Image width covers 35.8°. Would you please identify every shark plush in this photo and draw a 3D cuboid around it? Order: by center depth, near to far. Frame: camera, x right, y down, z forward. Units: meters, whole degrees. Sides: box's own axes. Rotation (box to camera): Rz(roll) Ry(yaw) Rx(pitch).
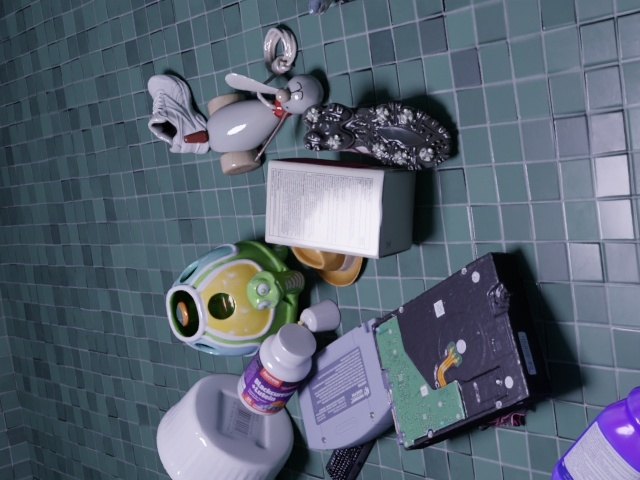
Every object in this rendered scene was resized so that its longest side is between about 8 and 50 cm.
[{"bbox_3d":[0.008,-0.479,1.739,0.073,0.067,0.161,30,123,44],"label":"shark plush"}]

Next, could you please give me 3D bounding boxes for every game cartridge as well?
[{"bbox_3d":[0.054,0.288,1.878,0.294,0.060,0.196,-39,53,50],"label":"game cartridge"}]

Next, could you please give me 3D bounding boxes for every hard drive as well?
[{"bbox_3d":[0.221,0.190,1.624,0.339,0.064,0.237,-39,56,48],"label":"hard drive"}]

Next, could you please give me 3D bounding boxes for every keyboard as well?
[{"bbox_3d":[0.043,0.415,1.971,0.100,0.038,0.192,48,133,32],"label":"keyboard"}]

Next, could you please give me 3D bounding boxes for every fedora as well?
[{"bbox_3d":[0.000,0.000,1.875,0.194,0.079,0.194,19,115,47],"label":"fedora"}]

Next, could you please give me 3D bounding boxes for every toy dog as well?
[{"bbox_3d":[-0.149,-0.242,1.929,0.220,0.161,0.333,60,139,20],"label":"toy dog"}]

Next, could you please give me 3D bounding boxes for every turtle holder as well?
[{"bbox_3d":[-0.163,0.133,1.996,0.320,0.227,0.243,23,117,47],"label":"turtle holder"}]

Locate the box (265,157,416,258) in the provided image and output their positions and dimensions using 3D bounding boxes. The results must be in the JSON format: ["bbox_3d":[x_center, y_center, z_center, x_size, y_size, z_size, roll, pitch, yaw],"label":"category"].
[{"bbox_3d":[0.034,-0.061,1.714,0.232,0.127,0.148,9,101,30],"label":"box"}]

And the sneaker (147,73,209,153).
[{"bbox_3d":[-0.337,-0.284,2.190,0.232,0.115,0.090,54,137,27],"label":"sneaker"}]

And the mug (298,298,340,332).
[{"bbox_3d":[-0.007,0.157,1.940,0.062,0.064,0.078,52,136,28],"label":"mug"}]

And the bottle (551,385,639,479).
[{"bbox_3d":[0.436,0.286,1.393,0.118,0.092,0.283,51,135,29],"label":"bottle"}]

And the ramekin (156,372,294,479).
[{"bbox_3d":[-0.191,0.411,2.081,0.277,0.277,0.135,54,127,27],"label":"ramekin"}]

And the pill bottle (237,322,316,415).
[{"bbox_3d":[-0.082,0.250,1.943,0.108,0.108,0.193,56,136,25],"label":"pill bottle"}]

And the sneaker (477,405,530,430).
[{"bbox_3d":[0.298,0.287,1.614,0.057,0.047,0.119,50,137,15],"label":"sneaker"}]

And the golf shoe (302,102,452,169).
[{"bbox_3d":[0.105,-0.186,1.683,0.273,0.120,0.105,14,101,25],"label":"golf shoe"}]

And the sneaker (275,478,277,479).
[{"bbox_3d":[-0.159,0.511,2.158,0.084,0.185,0.069,11,74,50],"label":"sneaker"}]
